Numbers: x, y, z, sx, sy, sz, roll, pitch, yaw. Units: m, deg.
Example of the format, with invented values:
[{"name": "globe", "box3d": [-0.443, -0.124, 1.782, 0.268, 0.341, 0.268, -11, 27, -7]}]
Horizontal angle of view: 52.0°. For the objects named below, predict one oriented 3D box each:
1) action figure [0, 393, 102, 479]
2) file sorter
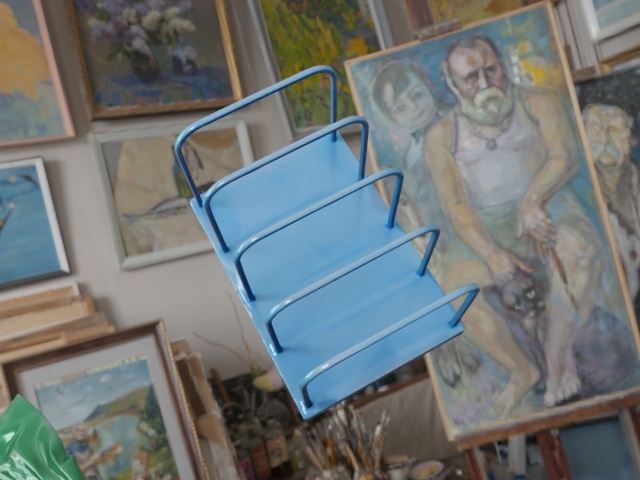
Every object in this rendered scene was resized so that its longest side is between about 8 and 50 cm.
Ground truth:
[{"name": "action figure", "box3d": [-0.217, 0.230, 0.544, 0.232, 0.137, 0.063, 13, -21, 33]}, {"name": "file sorter", "box3d": [0.000, 0.000, 0.399, 0.118, 0.170, 0.104, -28, -19, -9]}]
